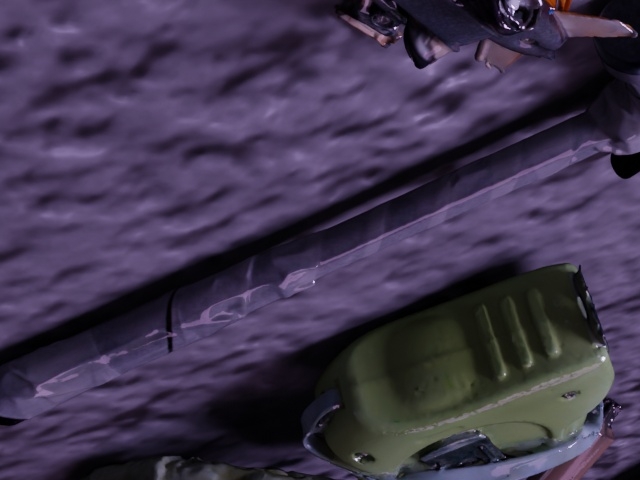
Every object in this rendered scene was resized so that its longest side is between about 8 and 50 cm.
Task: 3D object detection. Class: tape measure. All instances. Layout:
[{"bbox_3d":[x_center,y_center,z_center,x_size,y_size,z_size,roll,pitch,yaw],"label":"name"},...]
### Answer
[{"bbox_3d":[0.093,0.107,0.871,0.200,0.106,0.175,-22,148,8],"label":"tape measure"}]

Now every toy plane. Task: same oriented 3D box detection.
[{"bbox_3d":[0.037,-0.108,0.513,0.188,0.062,0.135,15,162,-43],"label":"toy plane"}]

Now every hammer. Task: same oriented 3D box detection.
[{"bbox_3d":[0.000,0.001,0.705,0.427,0.044,0.152,-23,152,9],"label":"hammer"}]

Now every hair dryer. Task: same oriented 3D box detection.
[{"bbox_3d":[0.193,0.206,1.128,0.064,0.117,0.181,18,115,-46],"label":"hair dryer"}]

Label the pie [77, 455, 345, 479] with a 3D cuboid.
[{"bbox_3d":[-0.039,0.247,0.954,0.306,0.071,0.306,8,135,8],"label":"pie"}]
